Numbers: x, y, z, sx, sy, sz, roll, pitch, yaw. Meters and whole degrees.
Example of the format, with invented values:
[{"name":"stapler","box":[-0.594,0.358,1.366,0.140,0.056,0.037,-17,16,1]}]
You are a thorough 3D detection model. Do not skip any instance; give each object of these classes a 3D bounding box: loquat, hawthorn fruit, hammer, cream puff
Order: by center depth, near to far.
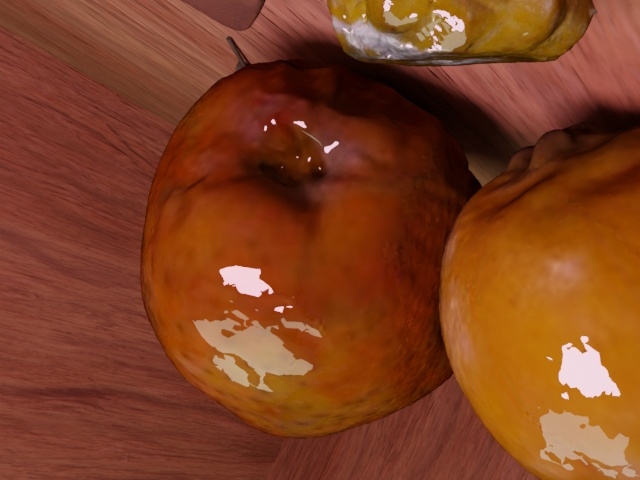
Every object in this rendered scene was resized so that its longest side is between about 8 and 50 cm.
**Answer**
[{"name":"cream puff","box":[0.073,-0.156,0.353,0.146,0.116,0.146,-2,-170,0]},{"name":"loquat","box":[0.259,0.057,0.526,0.328,0.328,0.328,25,178,1]},{"name":"hawthorn fruit","box":[0.000,0.000,0.766,0.472,0.472,0.472,25,178,1]},{"name":"hammer","box":[-0.117,-0.268,0.922,0.035,0.019,0.110,25,172,13]}]

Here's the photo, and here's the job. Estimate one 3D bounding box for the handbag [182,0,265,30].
[{"name":"handbag","box":[-0.120,-0.256,0.507,0.193,0.072,0.151,28,177,-18]}]
